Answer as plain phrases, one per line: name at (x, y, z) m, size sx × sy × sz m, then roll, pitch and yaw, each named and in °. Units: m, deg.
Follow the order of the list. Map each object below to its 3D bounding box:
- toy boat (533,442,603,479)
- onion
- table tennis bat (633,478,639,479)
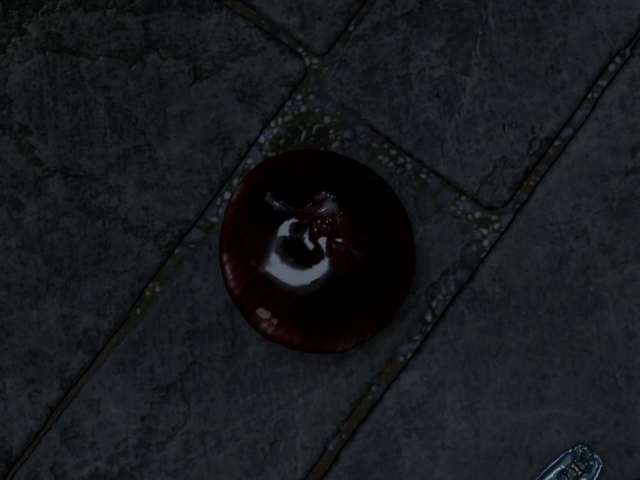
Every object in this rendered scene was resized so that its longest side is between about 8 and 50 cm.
toy boat at (0.295, 0.313, 1.710) m, size 0.140 × 0.066 × 0.059 m, roll -46°, pitch 76°, yaw 0°
onion at (0.000, 0.000, 1.746) m, size 0.273 × 0.285 × 0.273 m, roll 3°, pitch 67°, yaw -8°
table tennis bat at (0.418, 0.434, 1.636) m, size 0.173 × 0.022 × 0.301 m, roll 1°, pitch 69°, yaw -18°
